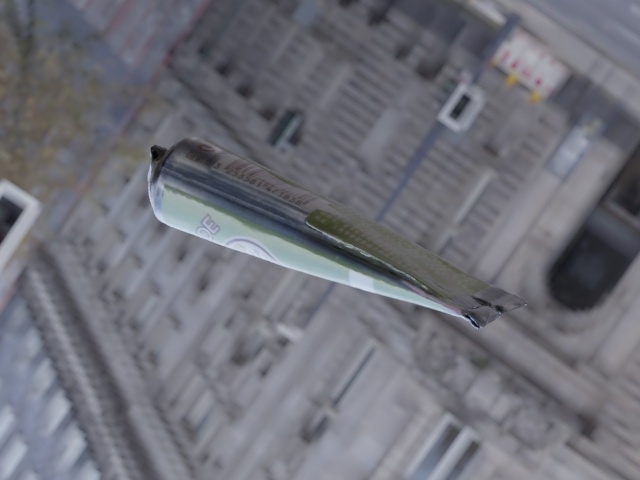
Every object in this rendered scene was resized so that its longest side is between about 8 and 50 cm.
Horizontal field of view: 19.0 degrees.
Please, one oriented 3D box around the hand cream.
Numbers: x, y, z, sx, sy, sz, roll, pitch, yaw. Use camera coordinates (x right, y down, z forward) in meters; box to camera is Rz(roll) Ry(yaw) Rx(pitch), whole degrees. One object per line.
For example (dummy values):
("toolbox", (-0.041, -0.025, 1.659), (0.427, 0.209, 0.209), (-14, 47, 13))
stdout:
("hand cream", (0.000, 0.000, 1.098), (0.235, 0.055, 0.086), (23, -164, 18))
